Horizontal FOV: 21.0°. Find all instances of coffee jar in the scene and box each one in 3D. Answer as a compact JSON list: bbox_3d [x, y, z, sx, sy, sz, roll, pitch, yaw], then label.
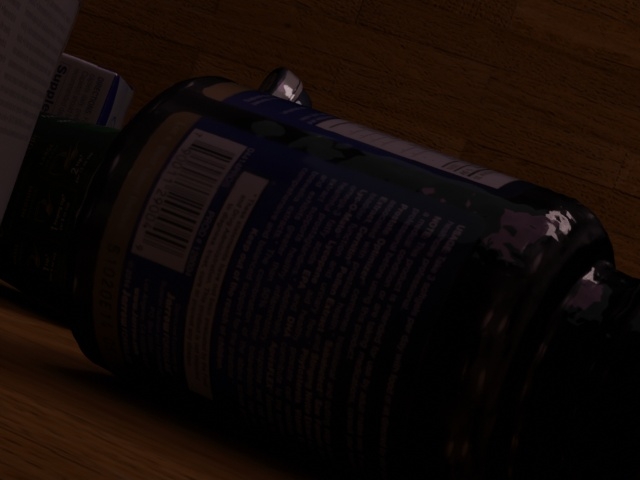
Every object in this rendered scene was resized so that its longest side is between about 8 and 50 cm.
[{"bbox_3d":[-0.147,-0.024,0.852,0.184,0.096,0.079,21,6,32],"label":"coffee jar"}]

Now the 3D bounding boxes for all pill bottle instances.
[{"bbox_3d":[0.028,0.027,0.619,0.219,0.123,0.123,21,0,25],"label":"pill bottle"}]

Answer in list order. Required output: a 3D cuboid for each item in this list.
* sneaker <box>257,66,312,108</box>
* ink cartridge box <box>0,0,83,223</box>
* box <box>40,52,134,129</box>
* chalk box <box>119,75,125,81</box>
[{"bbox_3d":[0.001,-0.001,1.022,0.163,0.086,0.226,34,-28,2],"label":"sneaker"},{"bbox_3d":[-0.225,-0.071,0.450,0.272,0.130,0.309,19,0,-2],"label":"ink cartridge box"},{"bbox_3d":[-0.192,-0.056,0.973,0.137,0.126,0.072,21,-2,3],"label":"box"},{"bbox_3d":[-0.242,-0.077,1.080,0.213,0.132,0.132,22,0,-5],"label":"chalk box"}]
